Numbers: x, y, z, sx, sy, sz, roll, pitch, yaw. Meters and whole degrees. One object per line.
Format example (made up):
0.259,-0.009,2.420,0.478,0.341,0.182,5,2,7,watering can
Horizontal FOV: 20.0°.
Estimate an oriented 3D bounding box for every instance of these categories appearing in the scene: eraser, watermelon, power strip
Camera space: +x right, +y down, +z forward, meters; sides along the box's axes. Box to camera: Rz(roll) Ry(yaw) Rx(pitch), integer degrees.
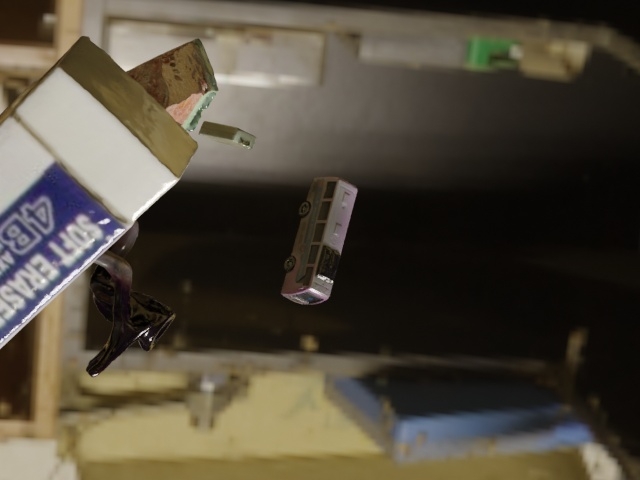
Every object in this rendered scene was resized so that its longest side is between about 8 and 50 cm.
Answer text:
-0.231,-0.014,1.355,0.124,0.279,0.081,44,-157,-10,eraser
-0.233,-0.138,2.187,0.318,0.148,0.226,-31,180,-30,watermelon
-0.097,-0.108,1.851,0.027,0.017,0.083,26,175,-36,power strip

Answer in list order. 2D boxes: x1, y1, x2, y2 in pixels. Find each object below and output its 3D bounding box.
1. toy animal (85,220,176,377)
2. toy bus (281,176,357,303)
-0.287,0.003,1.717,0.324,0.195,0.090,18,176,-1,toy animal
0.000,0.000,1.844,0.052,0.130,0.037,-2,158,47,toy bus
